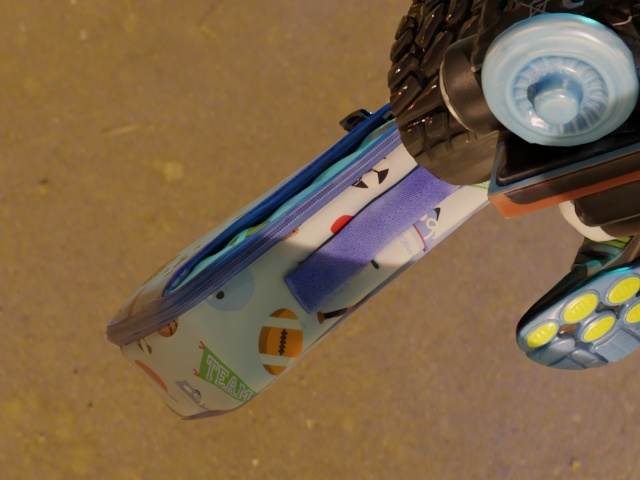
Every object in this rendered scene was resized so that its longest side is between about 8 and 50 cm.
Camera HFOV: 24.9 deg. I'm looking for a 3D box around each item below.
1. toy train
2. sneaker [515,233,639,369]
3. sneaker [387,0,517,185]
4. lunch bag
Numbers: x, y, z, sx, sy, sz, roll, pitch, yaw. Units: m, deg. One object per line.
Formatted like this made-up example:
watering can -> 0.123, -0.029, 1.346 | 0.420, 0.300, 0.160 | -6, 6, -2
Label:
toy train -> 0.125, -0.051, 0.393 | 0.184, 0.105, 0.080 | -18, 36, 31
sneaker -> 0.198, 0.014, 0.952 | 0.188, 0.067, 0.078 | -43, 33, -14
sneaker -> 0.126, -0.132, 0.740 | 0.107, 0.124, 0.283 | -24, 41, 45
lunch bag -> 0.000, 0.000, 1.038 | 0.303, 0.243, 0.115 | -40, 94, -23
